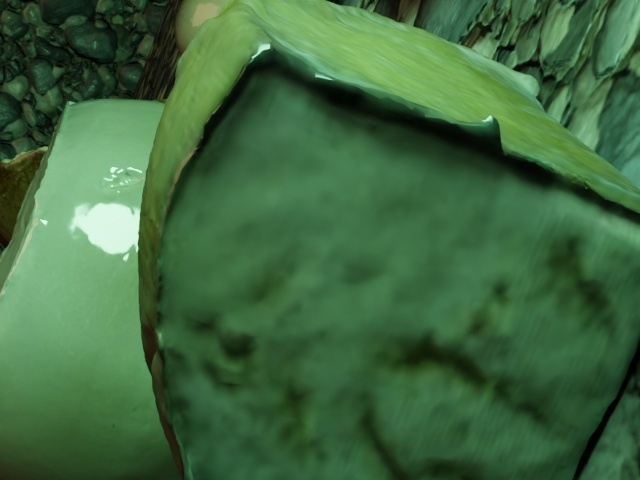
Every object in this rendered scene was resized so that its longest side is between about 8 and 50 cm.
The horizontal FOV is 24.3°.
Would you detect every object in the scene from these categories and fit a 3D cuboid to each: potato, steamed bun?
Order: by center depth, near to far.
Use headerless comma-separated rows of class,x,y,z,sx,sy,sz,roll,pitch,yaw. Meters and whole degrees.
potato,0.002,0.009,0.625,0.264,0.190,0.211,-105,37,-68
steamed bun,-0.146,0.057,1.105,0.324,0.206,0.324,-60,14,26

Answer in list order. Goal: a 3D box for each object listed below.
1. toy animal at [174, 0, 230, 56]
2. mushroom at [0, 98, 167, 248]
toy animal,-0.054,-0.226,1.330,0.165,0.149,0.248,-17,63,54
mushroom,-0.229,-0.055,1.555,0.208,0.233,0.301,-56,18,15
